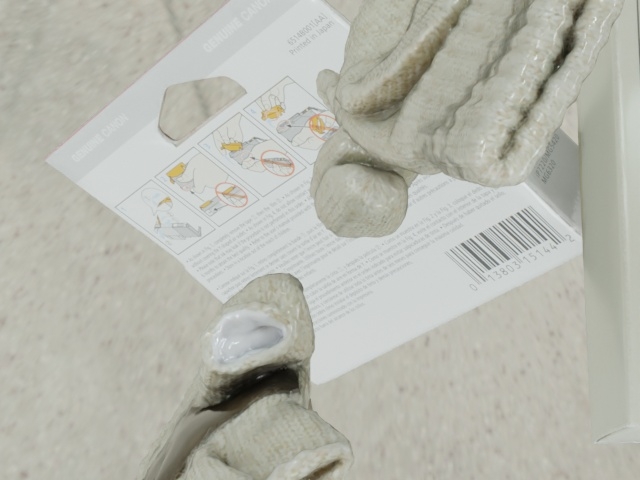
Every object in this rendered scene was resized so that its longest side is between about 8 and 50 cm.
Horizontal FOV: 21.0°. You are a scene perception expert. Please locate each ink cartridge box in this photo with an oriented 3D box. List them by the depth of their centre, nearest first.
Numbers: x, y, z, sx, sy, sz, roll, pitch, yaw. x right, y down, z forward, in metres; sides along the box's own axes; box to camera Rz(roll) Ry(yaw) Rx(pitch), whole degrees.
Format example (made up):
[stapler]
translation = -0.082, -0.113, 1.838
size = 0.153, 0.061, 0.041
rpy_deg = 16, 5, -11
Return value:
[ink cartridge box]
translation = -0.001, -0.045, 1.119
size = 0.261, 0.066, 0.296
rpy_deg = 42, 140, -15

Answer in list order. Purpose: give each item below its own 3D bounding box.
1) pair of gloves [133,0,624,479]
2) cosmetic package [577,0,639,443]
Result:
[pair of gloves]
translation = 0.000, 0.000, 0.481
size = 0.042, 0.204, 0.240
rpy_deg = 29, 100, -8
[cosmetic package]
translation = 0.229, -0.045, 0.957
size = 0.160, 0.113, 0.309
rpy_deg = 1, 79, -2
